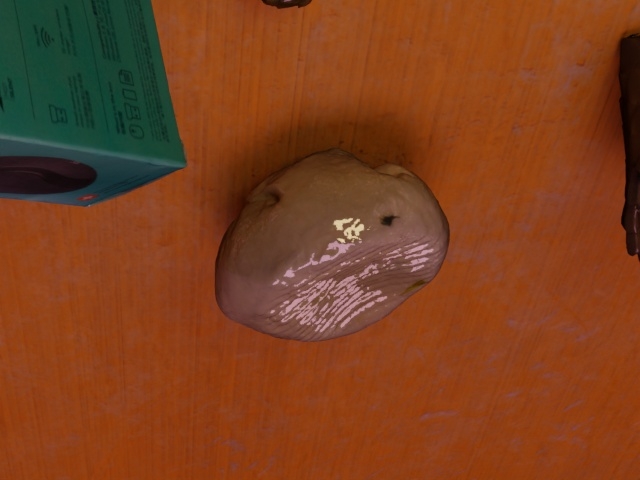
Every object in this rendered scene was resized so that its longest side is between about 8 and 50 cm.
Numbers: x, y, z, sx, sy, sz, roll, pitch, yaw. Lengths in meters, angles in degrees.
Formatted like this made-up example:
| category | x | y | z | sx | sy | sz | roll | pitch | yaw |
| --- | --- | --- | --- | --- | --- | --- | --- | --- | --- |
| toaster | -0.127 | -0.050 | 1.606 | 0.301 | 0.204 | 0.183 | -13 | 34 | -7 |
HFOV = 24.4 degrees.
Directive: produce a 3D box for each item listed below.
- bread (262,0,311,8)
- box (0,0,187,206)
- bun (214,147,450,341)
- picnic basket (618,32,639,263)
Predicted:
| category | x | y | z | sx | sy | sz | roll | pitch | yaw |
| --- | --- | --- | --- | --- | --- | --- | --- | --- | --- |
| bread | -0.031 | -0.239 | 1.242 | 0.066 | 0.060 | 0.110 | -39 | 148 | -11 |
| box | -0.251 | -0.142 | 1.068 | 0.118 | 0.205 | 0.311 | -23 | 165 | 32 |
| bun | 0.000 | 0.000 | 1.525 | 0.259 | 0.160 | 0.259 | -20 | 155 | -10 |
| picnic basket | 0.433 | -0.047 | 1.414 | 0.291 | 0.321 | 0.254 | -12 | 150 | 8 |
